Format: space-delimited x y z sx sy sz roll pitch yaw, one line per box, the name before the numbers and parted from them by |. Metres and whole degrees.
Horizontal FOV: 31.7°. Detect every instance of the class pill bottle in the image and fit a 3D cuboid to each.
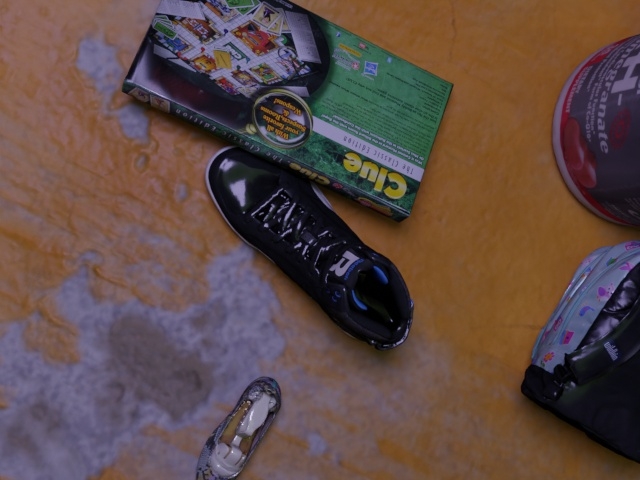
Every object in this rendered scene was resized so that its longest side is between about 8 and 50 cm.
pill bottle | 0.327 -0.096 0.896 0.176 0.318 0.176 0 91 -13

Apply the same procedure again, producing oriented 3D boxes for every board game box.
board game box | -0.022 -0.128 0.944 0.259 0.030 0.136 25 67 -12

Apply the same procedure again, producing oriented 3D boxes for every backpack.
backpack | 0.268 0.085 0.996 0.152 0.115 0.182 33 84 -24

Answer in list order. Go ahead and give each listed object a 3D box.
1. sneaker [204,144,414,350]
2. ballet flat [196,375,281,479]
sneaker | 0.000 0.000 0.925 0.217 0.121 0.079 45 82 -11
ballet flat | -0.070 0.168 0.958 0.041 0.041 0.114 32 85 -12
